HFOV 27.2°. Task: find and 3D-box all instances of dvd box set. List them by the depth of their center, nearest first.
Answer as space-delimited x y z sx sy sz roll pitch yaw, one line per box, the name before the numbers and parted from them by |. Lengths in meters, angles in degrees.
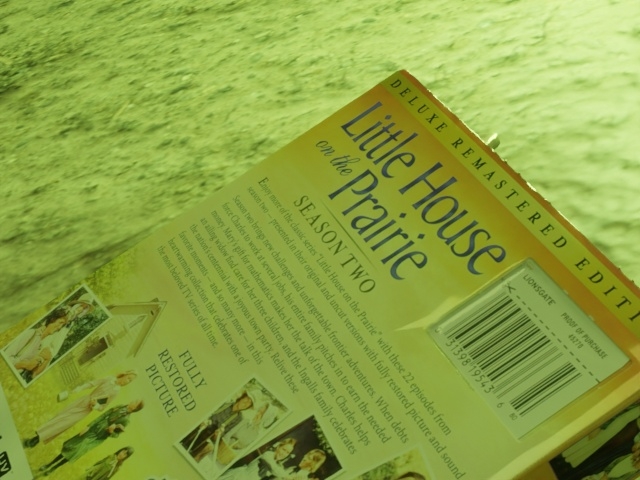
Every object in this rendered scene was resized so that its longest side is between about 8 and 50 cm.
dvd box set | -0.052 0.102 0.700 0.420 0.062 0.307 -34 41 -4

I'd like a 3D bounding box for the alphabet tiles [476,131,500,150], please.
alphabet tiles | 0.000 0.000 0.969 0.284 0.021 0.278 -7 25 47
